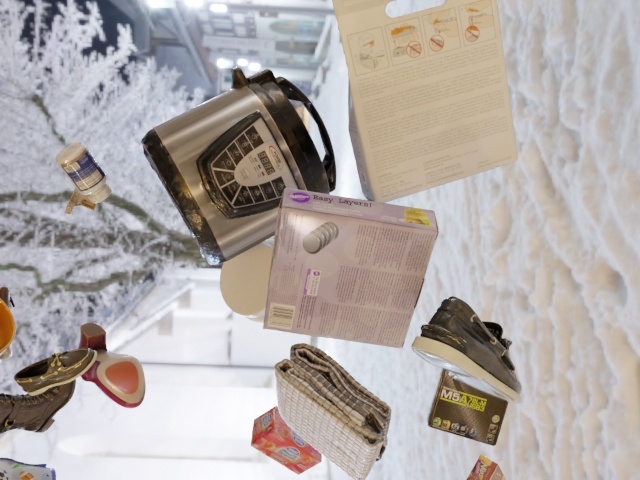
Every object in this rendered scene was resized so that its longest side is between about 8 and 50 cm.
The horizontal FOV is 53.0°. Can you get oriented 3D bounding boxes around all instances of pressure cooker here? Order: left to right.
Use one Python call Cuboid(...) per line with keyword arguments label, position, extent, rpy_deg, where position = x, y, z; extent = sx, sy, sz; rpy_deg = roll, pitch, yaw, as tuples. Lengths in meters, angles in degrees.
Cuboid(label="pressure cooker", position=(-0.173, -0.188, 1.554), extent=(0.375, 0.420, 0.370), rpy_deg=(55, 167, 29))

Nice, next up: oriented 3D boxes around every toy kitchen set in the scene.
Cuboid(label="toy kitchen set", position=(-0.715, -0.117, 1.937), extent=(0.068, 0.075, 0.083), rpy_deg=(-55, 20, 29))

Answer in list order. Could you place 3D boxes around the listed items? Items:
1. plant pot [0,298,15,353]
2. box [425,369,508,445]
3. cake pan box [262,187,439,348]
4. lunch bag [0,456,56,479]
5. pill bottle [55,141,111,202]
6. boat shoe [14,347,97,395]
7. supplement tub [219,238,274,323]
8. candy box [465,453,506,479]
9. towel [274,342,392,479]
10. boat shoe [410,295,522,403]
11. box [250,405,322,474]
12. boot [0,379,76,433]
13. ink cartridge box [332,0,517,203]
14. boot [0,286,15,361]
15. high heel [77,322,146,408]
Cuboid(label="plant pot", position=(-0.885, 0.240, 1.557), extent=(0.188, 0.205, 0.205), rpy_deg=(-40, 27, 24))
Cuboid(label="box", position=(0.395, 0.426, 1.700), extent=(0.045, 0.191, 0.184), rpy_deg=(-72, -1, -87))
Cuboid(label="cake pan box", position=(0.040, 0.057, 1.042), extent=(0.070, 0.246, 0.267), rpy_deg=(-84, 3, -55))
Cuboid(label="lunch bag", position=(-0.948, 0.820, 1.840), extent=(0.239, 0.328, 0.385), rpy_deg=(-35, 46, 33))
Cuboid(label="pill bottle", position=(-0.489, -0.139, 1.337), extent=(0.067, 0.067, 0.120), rpy_deg=(-92, -20, -52))
Cuboid(label="boat shoe", position=(-0.702, 0.338, 1.700), extent=(0.068, 0.228, 0.081), rpy_deg=(57, -169, -37))
Cuboid(label="supplement tub", position=(-0.107, 0.126, 1.849), extent=(0.331, 0.241, 0.241), rpy_deg=(18, -108, -58))
Cuboid(label="candy box", position=(0.410, 0.616, 1.598), extent=(0.109, 0.053, 0.186), rpy_deg=(-53, -37, -17))
Cuboid(label="towel", position=(0.032, 0.380, 1.439), extent=(0.121, 0.284, 0.235), rpy_deg=(-43, -26, -32))
Cuboid(label="boat shoe", position=(0.261, 0.181, 1.059), extent=(0.340, 0.127, 0.113), rpy_deg=(35, -107, -44))
Cuboid(label="box", position=(-0.124, 0.746, 2.390), extent=(0.128, 0.257, 0.122), rpy_deg=(-37, 28, 24))
Cuboid(label="boot", position=(-0.868, 0.473, 1.897), extent=(0.263, 0.091, 0.229), rpy_deg=(-62, -31, -2))
Cuboid(label="ink cartridge box", position=(0.194, -0.293, 1.214), extent=(0.091, 0.308, 0.385), rpy_deg=(-133, 27, -70))
Cuboid(label="boot", position=(-0.898, 0.228, 1.782), extent=(0.248, 0.090, 0.207), rpy_deg=(-30, 57, 57))
Cuboid(label="high heel", position=(-0.578, 0.390, 1.773), extent=(0.377, 0.127, 0.181), rpy_deg=(38, 125, 48))
